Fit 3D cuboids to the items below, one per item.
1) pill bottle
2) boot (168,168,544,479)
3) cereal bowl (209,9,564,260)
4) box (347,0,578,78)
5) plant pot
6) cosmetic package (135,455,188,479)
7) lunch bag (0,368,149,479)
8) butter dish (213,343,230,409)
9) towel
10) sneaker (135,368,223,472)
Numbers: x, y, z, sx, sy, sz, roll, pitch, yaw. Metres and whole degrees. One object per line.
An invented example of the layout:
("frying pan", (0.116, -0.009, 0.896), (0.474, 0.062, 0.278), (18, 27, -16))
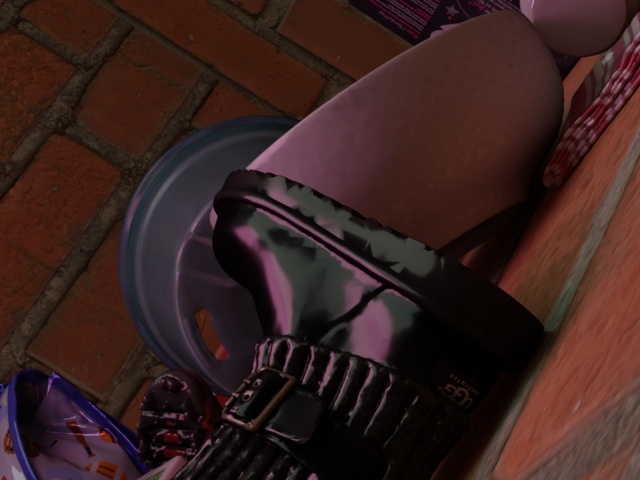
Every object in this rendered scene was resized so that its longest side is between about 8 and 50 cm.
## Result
("pill bottle", (0.242, -0.231, 1.520), (0.112, 0.112, 0.187), (-57, 2, 22))
("boot", (-0.031, 0.102, 1.112), (0.260, 0.131, 0.348), (-57, 31, -4))
("cereal bowl", (0.078, -0.048, 1.432), (0.339, 0.141, 0.339), (-31, -9, -6))
("box", (0.184, -0.283, 1.824), (0.142, 0.247, 0.163), (-54, 3, 47))
("plant pot", (-0.046, 0.034, 1.778), (0.341, 0.341, 0.334), (-58, 9, -1))
("cosmetic package", (-0.210, 0.402, 1.536), (0.197, 0.155, 0.365), (-35, 15, 45))
("lunch bag", (-0.336, 0.393, 2.002), (0.239, 0.385, 0.328), (7, -57, -49))
("butter dish", (-0.074, 0.210, 2.109), (0.160, 0.160, 0.118), (-58, -12, -21))
("towel", (0.244, -0.146, 1.333), (0.197, 0.029, 0.144), (-57, 1, 36))
("sneaker", (-0.111, 0.236, 1.714), (0.135, 0.097, 0.276), (-43, -50, -43))
